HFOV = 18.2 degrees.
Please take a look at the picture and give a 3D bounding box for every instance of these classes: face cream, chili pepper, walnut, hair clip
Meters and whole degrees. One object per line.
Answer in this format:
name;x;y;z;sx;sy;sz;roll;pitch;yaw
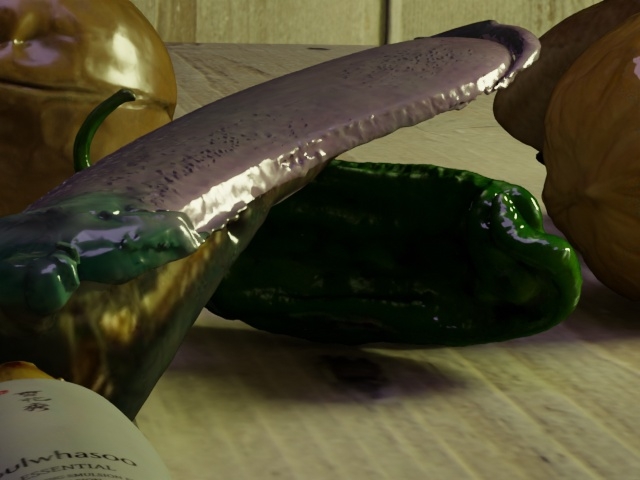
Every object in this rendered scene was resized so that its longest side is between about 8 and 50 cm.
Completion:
face cream;-0.077;0.076;0.569;0.072;0.051;0.182;-5;10;-14
chili pepper;-0.002;-0.001;0.903;0.257;0.100;0.074;6;29;21
walnut;-0.185;-0.082;1.151;0.207;0.167;0.167;7;8;-16
walnut;0.201;-0.046;1.018;0.206;0.159;0.159;-18;19;-37
hair clip;-0.028;-0.027;0.803;0.110;0.095;0.358;-45;-1;39

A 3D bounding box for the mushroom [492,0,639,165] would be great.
mushroom;0.253;-0.089;1.154;0.285;0.151;0.156;17;33;2
